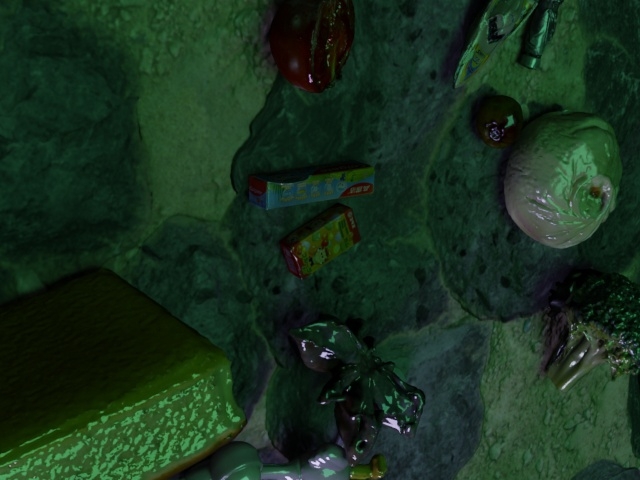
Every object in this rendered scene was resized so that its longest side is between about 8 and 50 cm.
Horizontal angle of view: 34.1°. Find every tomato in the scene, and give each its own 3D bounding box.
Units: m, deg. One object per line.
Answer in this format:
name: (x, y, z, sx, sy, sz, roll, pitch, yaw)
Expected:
tomato: (-0.018, -0.277, 1.421, 0.159, 0.091, 0.139, -49, 146, -48)

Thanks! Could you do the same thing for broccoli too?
broccoli: (0.511, 0.174, 1.966, 0.246, 0.263, 0.243, 28, 117, -9)

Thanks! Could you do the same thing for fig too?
fig: (0.298, -0.203, 1.710, 0.084, 0.082, 0.098, 49, 40, -21)

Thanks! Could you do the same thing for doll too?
doll: (-0.072, 0.361, 1.592, 0.365, 0.094, 0.160, 3, 143, -39)

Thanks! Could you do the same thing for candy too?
candy: (0.000, 0.000, 1.572, 0.122, 0.038, 0.062, -34, 125, -23)

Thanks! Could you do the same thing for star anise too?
star anise: (0.063, 0.215, 1.614, 0.198, 0.110, 0.258, -31, 94, -53)

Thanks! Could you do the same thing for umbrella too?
umbrella: (0.375, -0.373, 1.713, 0.050, 0.046, 0.188, 6, 103, -44)

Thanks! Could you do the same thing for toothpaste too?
toothpaste: (-0.005, -0.079, 1.516, 0.193, 0.070, 0.044, -11, 112, -34)

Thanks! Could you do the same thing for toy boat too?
toy boat: (0.262, -0.324, 1.633, 0.084, 0.066, 0.210, 35, 85, -39)

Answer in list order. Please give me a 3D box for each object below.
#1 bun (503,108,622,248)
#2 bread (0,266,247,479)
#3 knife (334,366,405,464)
bun: (0.437, -0.109, 1.798, 0.243, 0.153, 0.244, -18, 119, -37)
bread: (-0.307, 0.184, 1.220, 0.333, 0.323, 0.143, -23, 121, -28)
knife: (0.038, 0.393, 1.754, 0.132, 0.038, 0.399, 20, 95, -38)
